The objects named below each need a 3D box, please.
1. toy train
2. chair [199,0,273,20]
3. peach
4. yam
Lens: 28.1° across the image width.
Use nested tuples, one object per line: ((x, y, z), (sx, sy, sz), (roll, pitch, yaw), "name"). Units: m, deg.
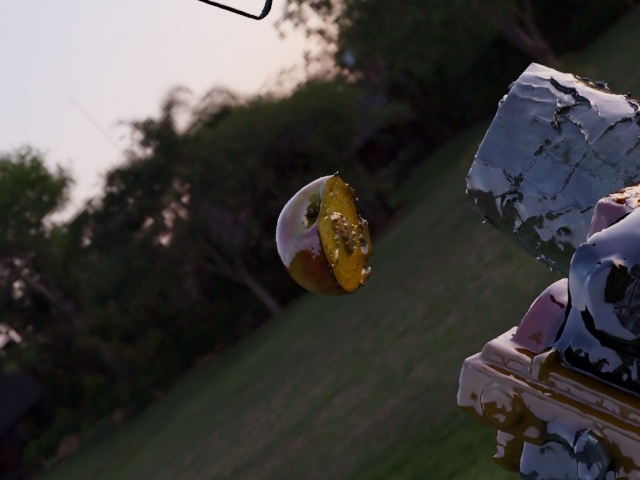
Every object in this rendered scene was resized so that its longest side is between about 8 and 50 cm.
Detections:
((0.242, 0.038, 0.787), (0.369, 0.163, 0.231), (-21, -55, -51), "toy train")
((-0.087, -0.317, 1.030), (0.145, 0.140, 0.221), (8, -67, -47), "chair")
((0.000, -0.001, 1.015), (0.061, 0.098, 0.098), (-7, 18, 24), "peach")
((0.277, -0.057, 1.221), (0.202, 0.201, 0.271), (-57, 40, 0), "yam")
